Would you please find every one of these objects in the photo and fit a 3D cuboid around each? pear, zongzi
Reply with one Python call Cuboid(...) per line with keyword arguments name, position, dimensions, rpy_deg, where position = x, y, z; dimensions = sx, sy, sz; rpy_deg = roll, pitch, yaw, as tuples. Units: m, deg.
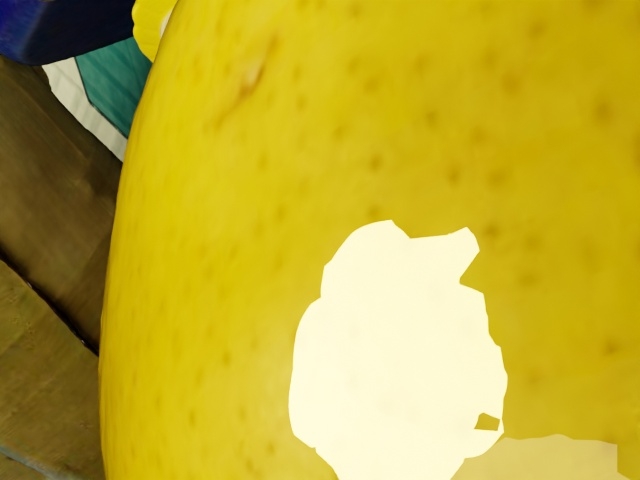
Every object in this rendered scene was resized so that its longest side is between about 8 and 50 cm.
Cuboid(name="pear", position=(0.113, 0.025, 0.488), dimensions=(0.362, 0.362, 0.418), rpy_deg=(60, 147, 11))
Cuboid(name="zongzi", position=(-0.200, 0.117, 1.107), dimensions=(0.356, 0.174, 0.393), rpy_deg=(45, 120, -11))

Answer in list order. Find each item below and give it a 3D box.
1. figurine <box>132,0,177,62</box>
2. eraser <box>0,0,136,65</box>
Cuboid(name="figurine", position=(-0.024, -0.114, 0.874), dimensions=(0.178, 0.129, 0.109), rpy_deg=(108, 173, -63))
Cuboid(name="eraser", position=(-0.084, -0.194, 0.875), dimensions=(0.102, 0.155, 0.332), rpy_deg=(61, 152, 8))
